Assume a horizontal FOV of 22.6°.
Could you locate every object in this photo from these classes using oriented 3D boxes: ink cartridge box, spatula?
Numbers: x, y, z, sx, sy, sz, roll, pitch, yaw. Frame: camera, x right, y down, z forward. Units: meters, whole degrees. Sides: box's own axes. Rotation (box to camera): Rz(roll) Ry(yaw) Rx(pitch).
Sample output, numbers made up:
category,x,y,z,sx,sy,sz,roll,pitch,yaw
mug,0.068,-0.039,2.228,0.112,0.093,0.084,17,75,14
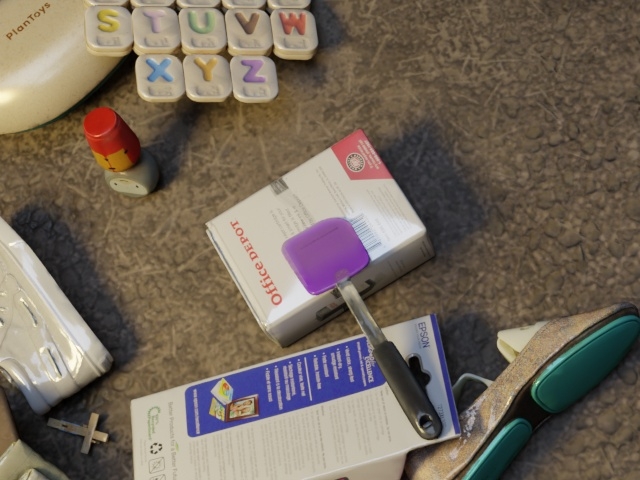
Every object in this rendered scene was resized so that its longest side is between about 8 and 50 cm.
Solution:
category,x,y,z,sx,sy,sz,roll,pitch,yaw
ink cartridge box,-0.029,0.210,1.778,0.371,0.069,0.175,-18,46,10
spatula,0.054,0.093,1.743,0.084,0.030,0.296,-31,65,-1
ink cartridge box,0.000,0.000,1.861,0.218,0.092,0.158,-31,66,0

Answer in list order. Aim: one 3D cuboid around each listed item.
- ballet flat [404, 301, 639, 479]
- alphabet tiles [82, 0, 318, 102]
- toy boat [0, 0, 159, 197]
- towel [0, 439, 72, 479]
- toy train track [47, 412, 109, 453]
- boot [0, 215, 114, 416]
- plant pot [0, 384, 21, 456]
category,x,y,z,sx,sy,sz,roll,pitch,yaw
ballet flat,0.208,0.161,1.748,0.316,0.107,0.106,-43,53,-4
alphabet tiles,-0.148,-0.281,1.965,0.284,0.021,0.278,-1,55,-11
toy boat,-0.312,-0.183,1.992,0.267,0.148,0.318,-37,59,-6
towel,-0.312,0.426,1.719,0.324,0.056,0.312,42,83,-11
toy train track,-0.284,0.224,1.894,0.083,0.014,0.048,12,81,24
boot,-0.367,0.086,1.918,0.123,0.095,0.258,-37,67,-8
plant pot,-0.448,0.265,1.811,0.229,0.263,0.263,-18,66,-11
